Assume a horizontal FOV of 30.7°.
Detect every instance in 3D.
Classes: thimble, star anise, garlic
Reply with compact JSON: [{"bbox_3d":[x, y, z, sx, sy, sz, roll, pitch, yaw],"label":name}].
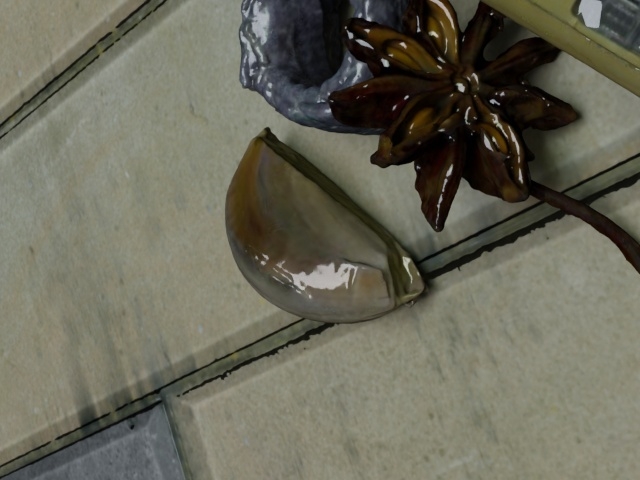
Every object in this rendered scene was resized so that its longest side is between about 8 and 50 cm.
[{"bbox_3d":[0.014,-0.154,0.865,0.150,0.097,0.150,3,94,40],"label":"thimble"},{"bbox_3d":[0.100,-0.065,0.761,0.073,0.177,0.234,119,133,-65],"label":"star anise"},{"bbox_3d":[-0.012,0.006,0.910,0.195,0.087,0.101,46,108,32],"label":"garlic"}]

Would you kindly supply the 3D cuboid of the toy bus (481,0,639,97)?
[{"bbox_3d":[0.119,-0.217,0.656,0.365,0.202,0.177,33,116,9],"label":"toy bus"}]
